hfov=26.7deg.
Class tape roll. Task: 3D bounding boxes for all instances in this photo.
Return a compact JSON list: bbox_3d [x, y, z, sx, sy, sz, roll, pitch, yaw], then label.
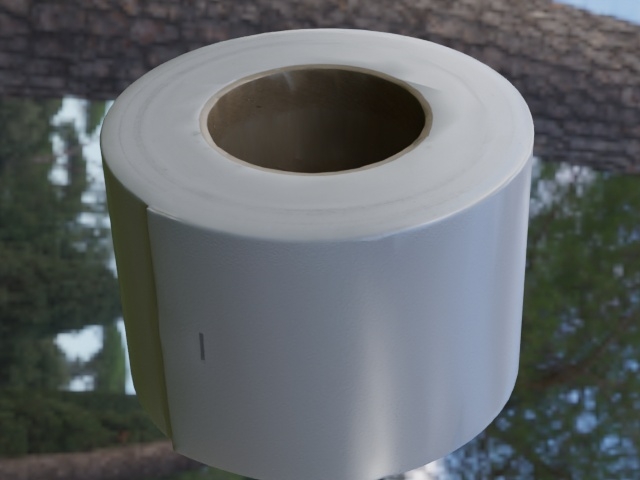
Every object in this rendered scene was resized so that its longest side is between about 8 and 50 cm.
[{"bbox_3d":[0.000,0.000,0.799,0.246,0.246,0.169,-115,-160,-54],"label":"tape roll"}]
